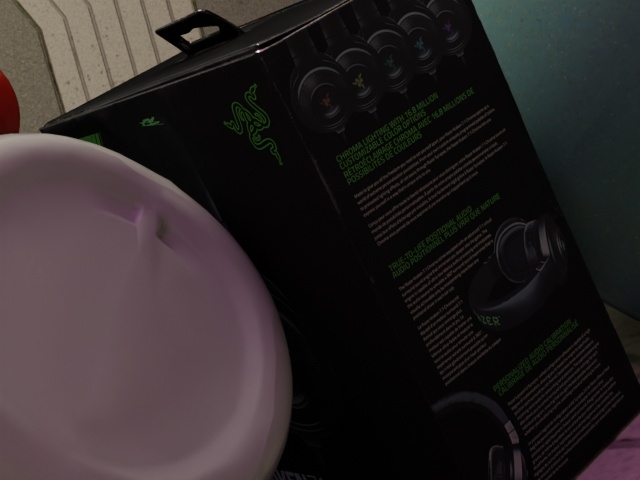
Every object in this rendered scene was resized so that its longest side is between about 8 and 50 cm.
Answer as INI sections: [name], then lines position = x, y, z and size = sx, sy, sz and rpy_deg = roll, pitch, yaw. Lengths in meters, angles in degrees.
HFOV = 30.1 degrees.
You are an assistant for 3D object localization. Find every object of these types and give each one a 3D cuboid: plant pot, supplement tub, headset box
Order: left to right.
[supplement tub]
position = -0.186, 0.116, 0.604
size = 0.338, 0.207, 0.207
rpy_deg = -41, 2, 38
[headset box]
position = 0.000, 0.000, 0.655
size = 0.131, 0.283, 0.246
rpy_deg = -35, 17, -32
[plant pot]
position = 0.179, -0.068, 0.700
size = 0.195, 0.290, 0.290
rpy_deg = -61, 15, 3

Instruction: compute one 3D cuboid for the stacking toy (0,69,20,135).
[stacking toy]
position = -0.186, 0.033, 0.766
size = 0.141, 0.330, 0.141
rpy_deg = -25, 14, 7
